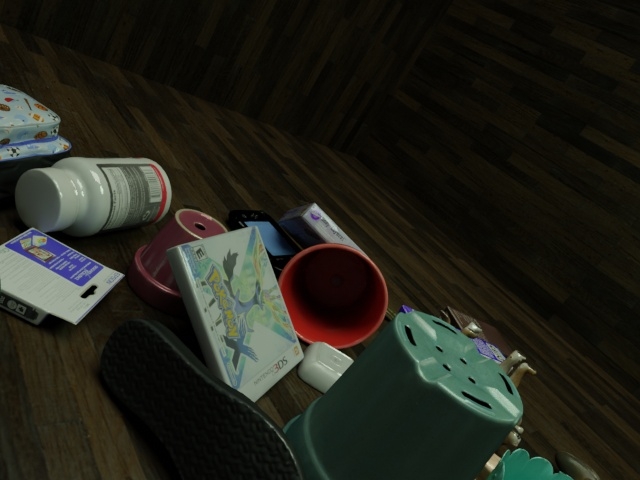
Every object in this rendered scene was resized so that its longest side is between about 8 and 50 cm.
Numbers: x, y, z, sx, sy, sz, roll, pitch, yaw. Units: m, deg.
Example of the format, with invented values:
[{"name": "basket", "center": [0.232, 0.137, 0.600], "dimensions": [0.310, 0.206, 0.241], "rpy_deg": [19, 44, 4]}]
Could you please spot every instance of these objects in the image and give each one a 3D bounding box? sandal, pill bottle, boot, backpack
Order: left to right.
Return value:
[{"name": "backpack", "center": [-0.718, -0.220, 1.127], "dimensions": [0.264, 0.213, 0.276], "rpy_deg": [26, 21, 14]}, {"name": "pill bottle", "center": [-0.506, -0.102, 1.183], "dimensions": [0.176, 0.176, 0.318], "rpy_deg": [37, 20, 13]}, {"name": "sandal", "center": [-0.168, 0.285, 0.815], "dimensions": [0.446, 0.167, 0.107], "rpy_deg": [42, 4, 24]}, {"name": "sandal", "center": [0.182, 0.203, 1.695], "dimensions": [0.180, 0.049, 0.072], "rpy_deg": [49, 27, 4]}, {"name": "boot", "center": [0.674, 0.640, 1.337], "dimensions": [0.106, 0.082, 0.219], "rpy_deg": [19, 25, -40]}]

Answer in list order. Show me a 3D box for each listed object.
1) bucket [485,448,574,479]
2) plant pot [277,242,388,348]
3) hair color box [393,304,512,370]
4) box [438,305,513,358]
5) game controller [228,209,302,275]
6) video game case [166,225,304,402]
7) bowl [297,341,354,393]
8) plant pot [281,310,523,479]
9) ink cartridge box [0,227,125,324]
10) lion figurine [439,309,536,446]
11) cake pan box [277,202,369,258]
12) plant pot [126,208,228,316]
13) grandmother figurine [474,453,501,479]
[{"name": "bucket", "center": [0.399, 0.559, 0.964], "dimensions": [0.281, 0.183, 0.281], "rpy_deg": [28, 21, -12]}, {"name": "plant pot", "center": [0.036, 0.124, 1.380], "dimensions": [0.275, 0.274, 0.243], "rpy_deg": [32, 9, 0]}, {"name": "hair color box", "center": [0.318, 0.325, 1.393], "dimensions": [0.339, 0.185, 0.110], "rpy_deg": [26, 18, -19]}, {"name": "box", "center": [0.442, 0.338, 1.575], "dimensions": [0.203, 0.168, 0.167], "rpy_deg": [25, 20, -19]}, {"name": "game controller", "center": [-0.160, 0.002, 1.621], "dimensions": [0.167, 0.067, 0.319], "rpy_deg": [8, 30, -49]}, {"name": "video game case", "center": [-0.157, 0.144, 1.064], "dimensions": [0.300, 0.036, 0.328], "rpy_deg": [-23, 93, -67]}, {"name": "bowl", "center": [0.024, 0.298, 1.216], "dimensions": [0.142, 0.053, 0.142], "rpy_deg": [32, 18, -2]}, {"name": "plant pot", "center": [0.147, 0.327, 0.913], "dimensions": [0.341, 0.334, 0.341], "rpy_deg": [29, 19, -11]}, {"name": "ink cartridge box", "center": [-0.504, 0.073, 0.963], "dimensions": [0.208, 0.045, 0.206], "rpy_deg": [28, 20, -6]}, {"name": "lion figurine", "center": [0.375, 0.350, 1.289], "dimensions": [0.392, 0.240, 0.142], "rpy_deg": [35, 13, -14]}, {"name": "cake pan box", "center": [0.000, 0.000, 1.615], "dimensions": [0.245, 0.070, 0.267], "rpy_deg": [46, -17, -12]}, {"name": "plant pot", "center": [-0.299, 0.038, 1.156], "dimensions": [0.201, 0.180, 0.201], "rpy_deg": [29, 21, -12]}, {"name": "grandmother figurine", "center": [0.309, 0.455, 1.217], "dimensions": [0.342, 0.104, 0.208], "rpy_deg": [39, -8, 27]}]
